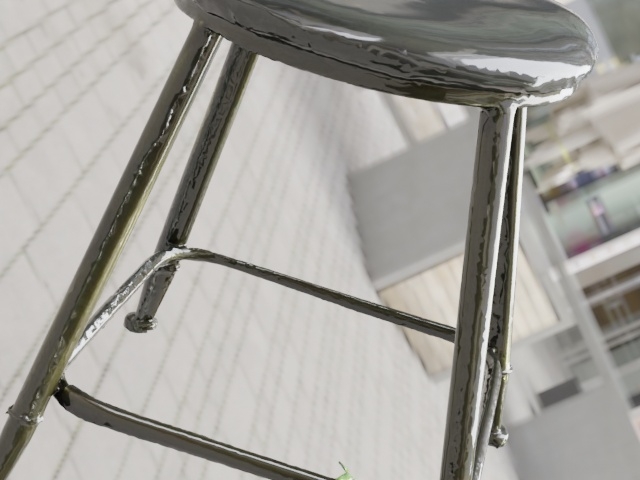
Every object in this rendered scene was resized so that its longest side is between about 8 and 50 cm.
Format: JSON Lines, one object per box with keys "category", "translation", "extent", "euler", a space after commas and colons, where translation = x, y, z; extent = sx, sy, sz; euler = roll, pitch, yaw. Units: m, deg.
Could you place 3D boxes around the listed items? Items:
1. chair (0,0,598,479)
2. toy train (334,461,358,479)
{"category": "chair", "translation": [0.000, 0.000, 1.027], "extent": [0.362, 0.364, 0.410], "euler": [-56, 161, -67]}
{"category": "toy train", "translation": [0.011, 0.379, 1.596], "extent": [0.159, 0.188, 0.272], "euler": [48, -3, 14]}
